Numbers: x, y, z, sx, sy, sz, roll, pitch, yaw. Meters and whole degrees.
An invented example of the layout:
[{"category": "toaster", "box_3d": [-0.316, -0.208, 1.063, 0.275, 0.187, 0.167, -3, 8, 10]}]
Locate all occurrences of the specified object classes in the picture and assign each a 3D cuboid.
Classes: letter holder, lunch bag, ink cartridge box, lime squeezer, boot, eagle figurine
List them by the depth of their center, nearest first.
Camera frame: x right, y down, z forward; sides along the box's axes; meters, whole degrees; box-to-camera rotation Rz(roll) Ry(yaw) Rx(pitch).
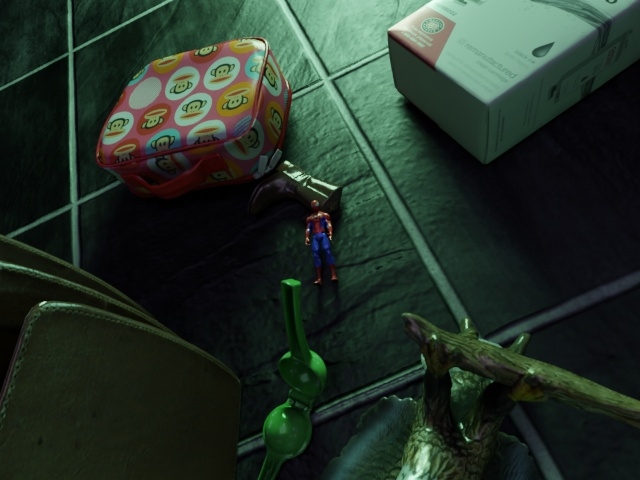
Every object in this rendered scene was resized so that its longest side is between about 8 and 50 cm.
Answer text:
[{"category": "eagle figurine", "box_3d": [0.093, 0.218, 0.350, 0.226, 0.225, 0.298, -146, 69, -69]}, {"category": "letter holder", "box_3d": [-0.205, 0.121, 0.402, 0.152, 0.302, 0.214, -7, 61, 15]}, {"category": "lime squeezer", "box_3d": [-0.035, 0.185, 0.438, 0.059, 0.110, 0.310, 15, 99, 7]}, {"category": "ink cartridge box", "box_3d": [0.266, -0.271, 0.567, 0.283, 0.117, 0.207, -35, 58, -2]}, {"category": "boot", "box_3d": [-0.035, -0.056, 0.602, 0.114, 0.037, 0.106, 32, 79, 25]}, {"category": "lunch bag", "box_3d": [-0.200, -0.177, 0.663, 0.293, 0.120, 0.258, -5, 59, 19]}]

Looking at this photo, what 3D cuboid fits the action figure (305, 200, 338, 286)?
[{"category": "action figure", "box_3d": [0.000, 0.000, 0.552, 0.038, 0.030, 0.115, -15, 68, 16]}]
